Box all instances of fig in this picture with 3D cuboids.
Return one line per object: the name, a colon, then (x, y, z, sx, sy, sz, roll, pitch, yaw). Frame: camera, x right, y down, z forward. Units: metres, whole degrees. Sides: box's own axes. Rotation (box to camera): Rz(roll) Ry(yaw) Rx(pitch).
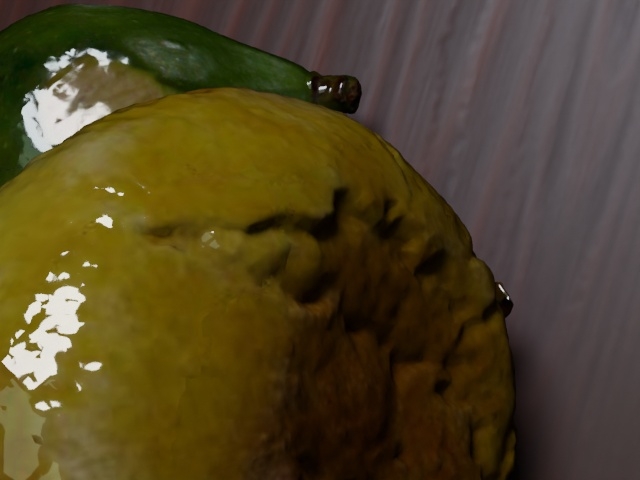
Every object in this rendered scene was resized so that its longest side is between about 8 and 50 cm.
fig: (-0.097, -0.042, 0.870, 0.245, 0.195, 0.195, -19, 70, -17)

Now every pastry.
pastry: (-0.036, 0.100, 0.717, 0.164, 0.356, 0.356, 3, 80, 39)
